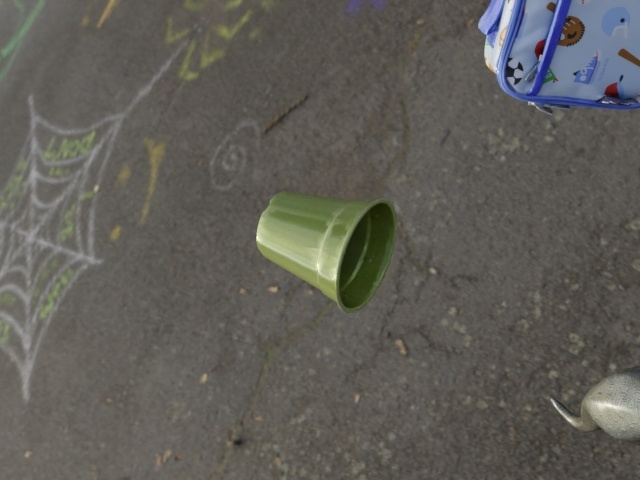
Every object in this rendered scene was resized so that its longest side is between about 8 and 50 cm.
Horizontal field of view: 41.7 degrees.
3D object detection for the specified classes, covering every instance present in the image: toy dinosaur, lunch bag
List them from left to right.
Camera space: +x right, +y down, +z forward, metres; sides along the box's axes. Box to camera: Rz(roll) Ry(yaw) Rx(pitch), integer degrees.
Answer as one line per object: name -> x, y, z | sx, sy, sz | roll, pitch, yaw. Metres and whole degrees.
lunch bag -> 0.328, -0.298, 1.010 | 0.115, 0.243, 0.303 | -100, 17, -56
toy dinosaur -> 0.316, 0.148, 0.729 | 0.313, 0.160, 0.121 | 20, 94, 55

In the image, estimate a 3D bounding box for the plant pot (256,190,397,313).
plant pot -> 0.000, 0.000, 0.595 | 0.079, 0.083, 0.083 | 18, 85, 27
